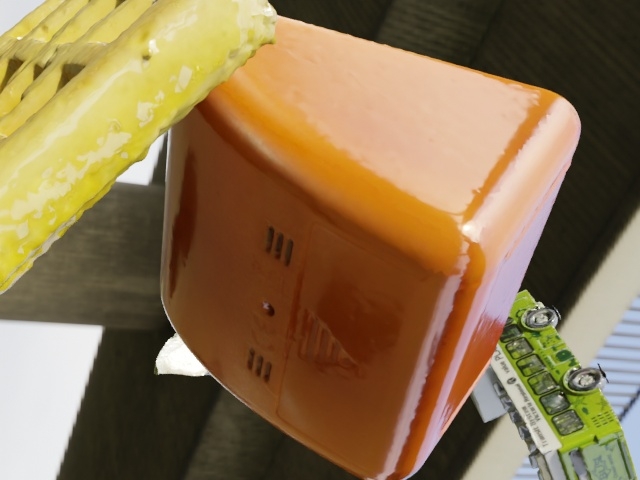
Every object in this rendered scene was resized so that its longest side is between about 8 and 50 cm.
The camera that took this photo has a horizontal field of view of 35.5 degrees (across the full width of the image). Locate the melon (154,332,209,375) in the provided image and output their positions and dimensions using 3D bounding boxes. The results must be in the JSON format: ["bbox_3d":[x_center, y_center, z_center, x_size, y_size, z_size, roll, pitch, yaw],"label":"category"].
[{"bbox_3d":[-0.186,0.189,1.620,0.093,0.202,0.139,52,-34,16],"label":"melon"}]

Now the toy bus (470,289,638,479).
[{"bbox_3d":[0.258,0.183,1.186,0.302,0.139,0.113,-112,177,-63],"label":"toy bus"}]

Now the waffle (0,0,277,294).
[{"bbox_3d":[-0.162,-0.071,0.559,0.221,0.055,0.248,-46,-149,-16],"label":"waffle"}]

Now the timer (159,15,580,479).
[{"bbox_3d":[0.000,0.000,0.657,0.161,0.250,0.257,-46,157,-43],"label":"timer"}]
